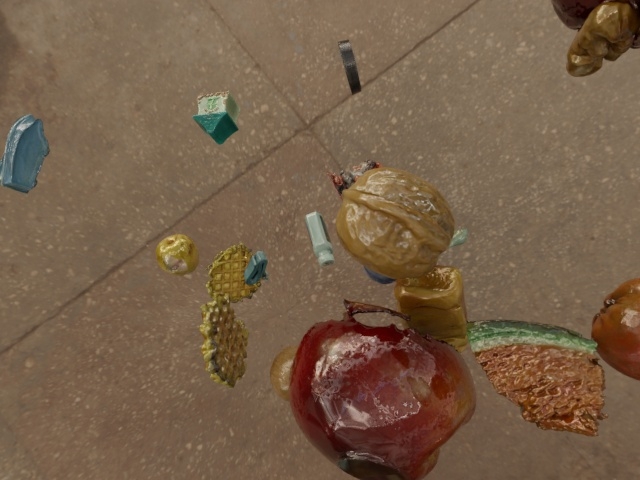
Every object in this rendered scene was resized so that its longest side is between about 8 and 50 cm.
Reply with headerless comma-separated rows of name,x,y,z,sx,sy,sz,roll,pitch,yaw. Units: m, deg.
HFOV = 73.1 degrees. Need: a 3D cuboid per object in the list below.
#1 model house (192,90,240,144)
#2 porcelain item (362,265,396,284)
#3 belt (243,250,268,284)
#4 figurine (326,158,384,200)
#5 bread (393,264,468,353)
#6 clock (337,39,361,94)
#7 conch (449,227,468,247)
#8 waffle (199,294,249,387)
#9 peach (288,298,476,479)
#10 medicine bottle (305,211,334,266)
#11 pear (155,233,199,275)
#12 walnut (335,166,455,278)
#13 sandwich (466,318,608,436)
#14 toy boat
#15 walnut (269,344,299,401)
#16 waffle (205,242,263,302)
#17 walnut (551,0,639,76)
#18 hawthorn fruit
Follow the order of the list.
model house,-0.350,-0.410,1.457,0.127,0.100,0.148,-3,68,15
porcelain item,0.182,0.033,1.267,0.141,0.259,0.141,-9,51,11
belt,-0.228,0.104,1.627,0.100,0.179,0.065,-8,60,-28
figurine,0.170,-0.281,1.896,0.226,0.183,0.160,-27,91,10
bread,0.287,0.186,1.104,0.167,0.294,0.132,-7,45,18
clock,0.103,-0.601,1.498,0.040,0.184,0.184,-16,82,8
conch,0.577,-0.014,1.845,0.180,0.088,0.065,-30,113,-32
waffle,-0.301,0.315,1.369,0.058,0.300,0.281,-9,60,11
peach,0.123,0.342,0.934,0.406,0.335,0.310,19,50,7
medicine bottle,0.000,0.000,1.838,0.083,0.121,0.228,-19,62,7
pear,-0.584,0.064,1.780,0.178,0.178,0.178,1,80,-5
walnut,0.155,-0.038,0.928,0.257,0.257,0.224,29,89,0
sandwich,0.314,0.199,0.650,0.185,0.109,0.159,2,66,18
toy boat,-0.872,-0.258,1.260,0.098,0.109,0.237,2,77,24
walnut,-0.060,0.381,1.225,0.167,0.207,0.167,1,87,-12
waffle,-0.349,0.151,1.814,0.262,0.060,0.280,53,57,-34
walnut,0.451,-0.364,0.637,0.222,0.269,0.243,22,112,25
hawthorn fruit,0.556,0.154,0.714,0.189,0.189,0.189,1,80,-5
